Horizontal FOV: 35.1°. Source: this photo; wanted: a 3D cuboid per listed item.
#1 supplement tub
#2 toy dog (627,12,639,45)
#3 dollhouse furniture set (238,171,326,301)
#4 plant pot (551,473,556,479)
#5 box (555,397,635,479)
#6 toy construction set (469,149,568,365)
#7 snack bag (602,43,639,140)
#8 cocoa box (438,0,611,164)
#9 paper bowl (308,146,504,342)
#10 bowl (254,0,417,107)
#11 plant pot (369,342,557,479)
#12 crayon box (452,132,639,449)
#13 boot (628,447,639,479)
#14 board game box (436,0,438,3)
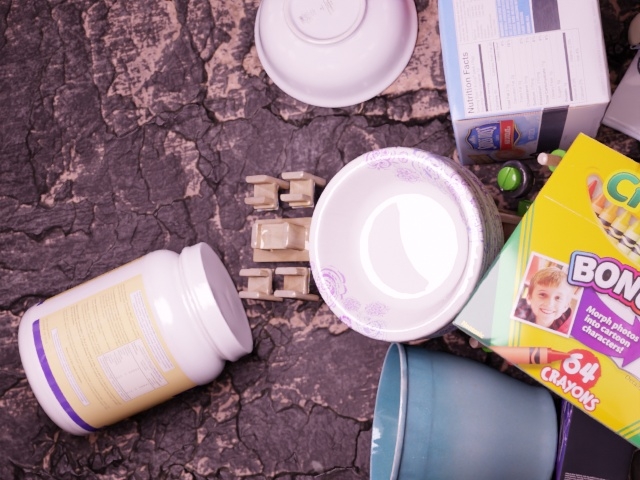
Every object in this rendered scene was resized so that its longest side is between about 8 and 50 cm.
[{"bbox_3d":[-0.305,0.160,1.697,0.331,0.241,0.241,-24,80,6],"label":"supplement tub"},{"bbox_3d":[0.662,-0.418,1.559,0.395,0.284,0.408,-38,77,2],"label":"toy dog"},{"bbox_3d":[0.000,0.000,1.744,0.242,0.161,0.212,-2,82,31],"label":"dollhouse furniture set"},{"bbox_3d":[0.401,0.482,1.582,0.166,0.165,0.234,17,81,11],"label":"plant pot"},{"bbox_3d":[0.418,0.247,1.528,0.103,0.261,0.184,11,116,10],"label":"box"},{"bbox_3d":[0.343,0.037,1.601,0.258,0.237,0.308,-12,80,46],"label":"toy construction set"},{"bbox_3d":[0.677,-0.272,1.694,0.323,0.037,0.342,31,89,11],"label":"snack bag"},{"bbox_3d":[0.312,-0.268,1.595,0.228,0.347,0.231,-7,82,9],"label":"cocoa box"},{"bbox_3d":[0.136,0.008,1.512,0.284,0.148,0.284,-1,87,30],"label":"paper bowl"},{"bbox_3d":[0.017,-0.392,1.771,0.298,0.134,0.297,-1,82,9],"label":"bowl"},{"bbox_3d":[0.225,0.309,1.591,0.255,0.271,0.271,8,84,-4],"label":"plant pot"},{"bbox_3d":[0.414,0.083,1.330,0.363,0.106,0.313,34,92,24],"label":"crayon box"},{"bbox_3d":[0.528,0.413,1.541,0.076,0.208,0.189,-11,81,7],"label":"boot"},{"bbox_3d":[0.283,-0.619,1.641,0.357,0.356,0.356,-29,79,4],"label":"board game box"}]
